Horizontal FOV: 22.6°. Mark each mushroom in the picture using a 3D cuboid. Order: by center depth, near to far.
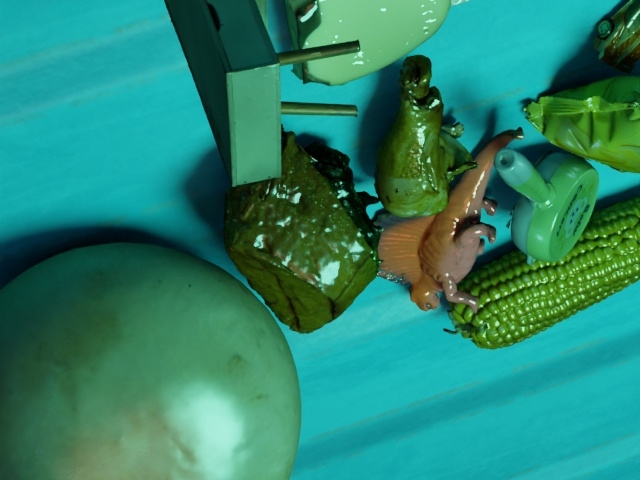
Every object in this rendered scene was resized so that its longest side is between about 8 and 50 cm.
[{"bbox_3d":[-0.202,0.169,1.603,0.362,0.294,0.362,-5,110,-13],"label":"mushroom"}]

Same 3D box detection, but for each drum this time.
[{"bbox_3d":[0.213,-0.032,1.621,0.253,0.049,0.130,-4,118,-61],"label":"drum"}]

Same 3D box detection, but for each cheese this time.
[{"bbox_3d":[0.090,-0.217,1.426,0.251,0.054,0.127,-17,141,-8],"label":"cheese"}]

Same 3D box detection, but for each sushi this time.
[{"bbox_3d":[-0.001,0.000,1.580,0.149,0.140,0.287,4,152,28],"label":"sushi"}]

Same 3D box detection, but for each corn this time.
[{"bbox_3d":[0.274,0.035,1.778,0.310,0.101,0.101,-26,142,7],"label":"corn"}]

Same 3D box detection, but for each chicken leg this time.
[{"bbox_3d":[0.101,-0.101,1.542,0.101,0.085,0.207,-14,143,-10],"label":"chicken leg"}]

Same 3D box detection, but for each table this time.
[{"bbox_3d":[-0.050,-0.177,1.251,0.111,0.240,0.121,-12,142,-11],"label":"table"}]

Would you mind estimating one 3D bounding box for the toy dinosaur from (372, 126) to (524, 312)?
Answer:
[{"bbox_3d":[0.116,-0.023,1.681,0.139,0.070,0.286,8,135,-3],"label":"toy dinosaur"}]

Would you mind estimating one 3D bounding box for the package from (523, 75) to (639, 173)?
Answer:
[{"bbox_3d":[0.331,-0.113,1.615,0.226,0.090,0.168,12,173,-32],"label":"package"}]

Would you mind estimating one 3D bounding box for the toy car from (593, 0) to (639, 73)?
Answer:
[{"bbox_3d":[0.319,-0.218,1.552,0.059,0.035,0.122,20,127,-36],"label":"toy car"}]
